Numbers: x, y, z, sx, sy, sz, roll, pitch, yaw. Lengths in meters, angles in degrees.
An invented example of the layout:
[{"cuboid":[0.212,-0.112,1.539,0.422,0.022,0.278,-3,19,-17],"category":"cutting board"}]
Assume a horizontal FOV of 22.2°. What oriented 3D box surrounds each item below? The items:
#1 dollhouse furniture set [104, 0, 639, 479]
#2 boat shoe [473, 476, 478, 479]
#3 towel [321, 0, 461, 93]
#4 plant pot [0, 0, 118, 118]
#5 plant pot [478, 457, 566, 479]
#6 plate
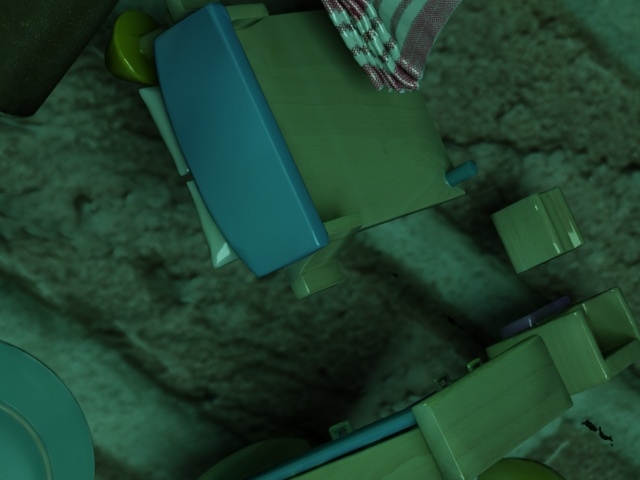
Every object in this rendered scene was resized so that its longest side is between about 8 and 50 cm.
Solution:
[{"cuboid":[0.000,0.000,0.977,0.286,0.198,0.303,-21,86,-55],"category":"dollhouse furniture set"},{"cuboid":[0.041,0.237,1.041,0.081,0.079,0.227,37,95,-3],"category":"boat shoe"},{"cuboid":[0.022,-0.194,0.899,0.197,0.029,0.144,57,39,-25],"category":"towel"},{"cuboid":[-0.135,-0.214,0.765,0.230,0.215,0.215,-44,115,9],"category":"plant pot"},{"cuboid":[0.138,0.223,1.075,0.134,0.095,0.134,-5,105,-19],"category":"plant pot"},{"cuboid":[-0.222,0.146,0.955,0.188,0.024,0.188,-6,105,-21],"category":"plate"}]
